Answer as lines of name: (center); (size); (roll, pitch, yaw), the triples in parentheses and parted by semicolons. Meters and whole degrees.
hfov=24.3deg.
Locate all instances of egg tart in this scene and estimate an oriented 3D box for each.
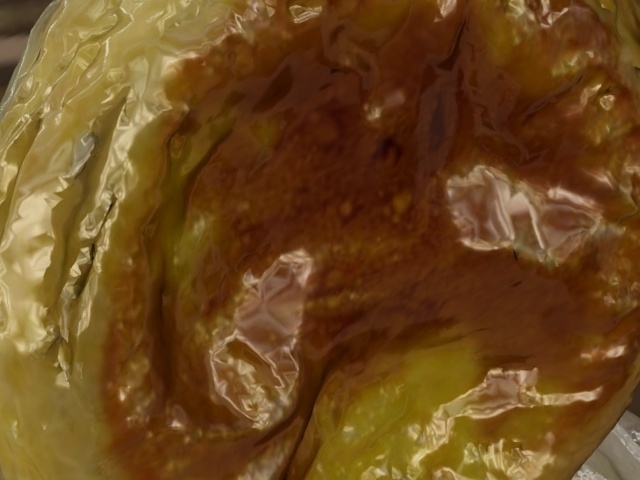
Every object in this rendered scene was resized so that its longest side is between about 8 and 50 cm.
egg tart: (0.000, 0.000, 0.790); (0.443, 0.443, 0.178); (-31, 30, -24)

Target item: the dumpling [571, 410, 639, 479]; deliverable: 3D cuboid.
dumpling: (0.254, 0.213, 1.330); (0.163, 0.204, 0.293); (-6, 34, -39)
